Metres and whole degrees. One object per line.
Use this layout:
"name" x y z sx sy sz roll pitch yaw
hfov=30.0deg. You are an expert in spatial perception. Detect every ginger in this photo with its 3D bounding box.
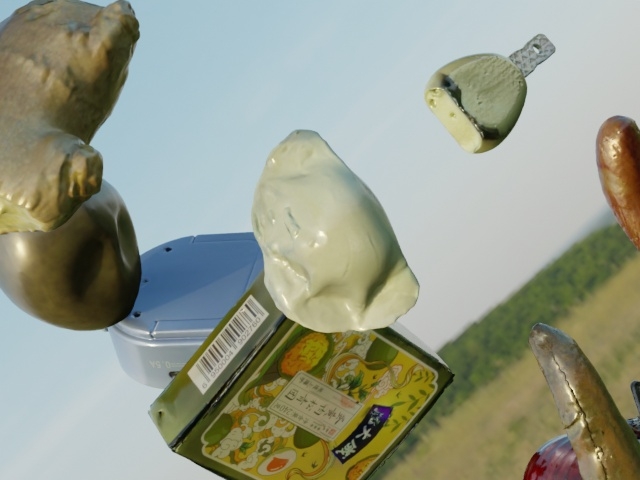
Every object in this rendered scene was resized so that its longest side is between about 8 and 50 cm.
"ginger" -0.257 -0.108 1.088 0.276 0.221 0.130 -50 -48 -6

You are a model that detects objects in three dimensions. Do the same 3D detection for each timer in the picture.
"timer" -0.257 0.146 2.375 0.395 0.395 0.173 -38 -49 -35

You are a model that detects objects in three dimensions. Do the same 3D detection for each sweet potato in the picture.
"sweet potato" 0.282 0.206 1.199 0.075 0.273 0.075 -26 4 2

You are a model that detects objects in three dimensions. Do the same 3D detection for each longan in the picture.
"longan" -0.469 0.013 2.167 0.288 0.350 0.288 -22 26 12

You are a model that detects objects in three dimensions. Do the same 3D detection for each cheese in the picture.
"cheese" 0.246 -0.217 1.614 0.251 0.127 0.054 -39 0 -38

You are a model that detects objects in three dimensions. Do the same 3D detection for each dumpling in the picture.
"dumpling" 0.000 0.000 1.270 0.151 0.229 0.124 -30 -6 6

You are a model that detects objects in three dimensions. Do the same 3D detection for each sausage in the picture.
"sausage" 0.506 -0.052 1.849 0.103 0.302 0.076 -30 8 24

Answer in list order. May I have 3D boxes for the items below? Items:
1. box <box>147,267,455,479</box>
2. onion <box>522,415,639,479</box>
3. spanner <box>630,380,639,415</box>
"box" -0.025 0.261 2.057 0.373 0.138 0.420 -50 -50 4
"onion" 0.382 0.357 1.485 0.273 0.273 0.285 33 -115 -82
"spanner" 0.564 0.333 2.008 0.046 0.208 0.012 -4 -26 -22
